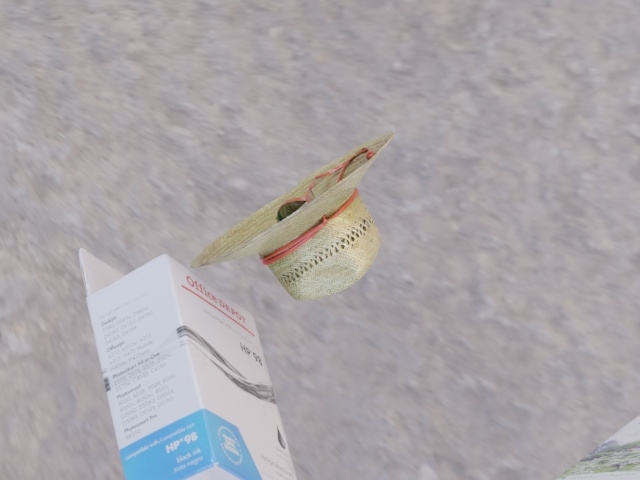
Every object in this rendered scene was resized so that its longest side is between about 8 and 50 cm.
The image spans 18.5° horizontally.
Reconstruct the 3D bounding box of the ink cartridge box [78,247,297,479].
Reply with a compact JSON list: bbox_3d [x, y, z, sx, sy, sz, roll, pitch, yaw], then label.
[{"bbox_3d":[-0.077,0.081,1.154,0.060,0.180,0.104,-28,145,17],"label":"ink cartridge box"}]

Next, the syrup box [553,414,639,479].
[{"bbox_3d":[0.219,0.189,1.311,0.093,0.237,0.096,-7,98,32],"label":"syrup box"}]

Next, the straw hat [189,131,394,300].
[{"bbox_3d":[0.000,0.000,1.148,0.144,0.144,0.061,-34,98,-7],"label":"straw hat"}]
